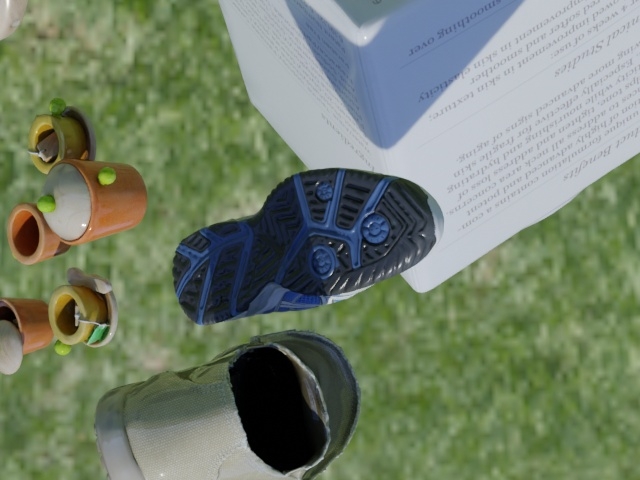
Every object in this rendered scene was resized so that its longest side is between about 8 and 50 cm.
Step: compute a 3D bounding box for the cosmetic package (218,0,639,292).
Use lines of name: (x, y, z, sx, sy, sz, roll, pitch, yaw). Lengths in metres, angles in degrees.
cosmetic package: (0.109, -0.236, 1.844, 0.329, 0.327, 0.394, -33, 145, -12)

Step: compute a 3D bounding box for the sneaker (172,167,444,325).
sneaker: (0.000, 0.000, 1.228, 0.081, 0.080, 0.211, -6, 175, -45)

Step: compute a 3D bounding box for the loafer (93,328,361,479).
loafer: (-0.031, 0.108, 1.184, 0.092, 0.102, 0.268, -17, 179, 25)

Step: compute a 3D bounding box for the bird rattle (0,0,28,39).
bird rattle: (-0.382, -0.290, 2.016, 0.143, 0.207, 0.253, -25, 162, -46)

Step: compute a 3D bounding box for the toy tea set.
toy tea set: (-0.317, 0.016, 2.242, 0.124, 0.200, 0.336, -7, 121, -44)
